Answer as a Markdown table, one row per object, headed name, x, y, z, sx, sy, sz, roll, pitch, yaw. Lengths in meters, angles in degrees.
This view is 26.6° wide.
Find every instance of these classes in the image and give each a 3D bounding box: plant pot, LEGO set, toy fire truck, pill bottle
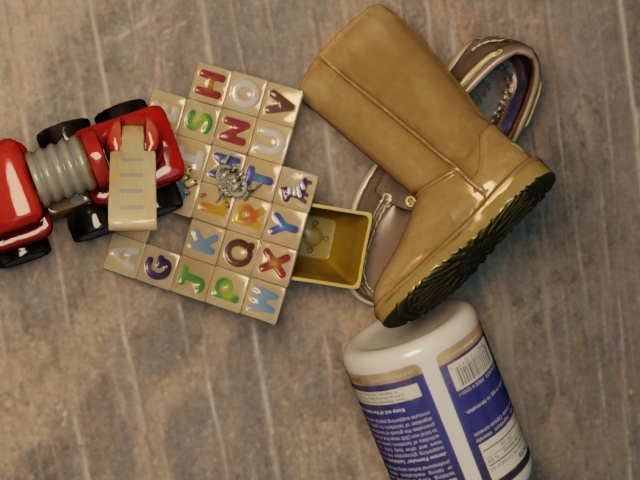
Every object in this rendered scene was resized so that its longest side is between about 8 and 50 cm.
| name | x | y | z | sx | sy | sz | roll | pitch | yaw |
| --- | --- | --- | --- | --- | --- | --- | --- | --- | --- |
| plant pot | 0.000 | 0.000 | 1.433 | 0.081 | 0.083 | 0.081 | 9 | 96 | -14 |
| LEGO set | -0.103 | -0.058 | 1.377 | 0.083 | 0.023 | 0.054 | -15 | 86 | 13 |
| toy fire truck | -0.231 | -0.051 | 1.274 | 0.217 | 0.246 | 0.158 | -19 | 85 | -10 |
| pill bottle | 0.137 | 0.209 | 1.456 | 0.153 | 0.153 | 0.264 | -23 | 102 | -9 |

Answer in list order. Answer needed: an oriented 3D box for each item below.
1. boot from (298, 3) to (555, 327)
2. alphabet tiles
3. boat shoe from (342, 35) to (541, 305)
| name | x | y | z | sx | sy | sz | roll | pitch | yaw |
| --- | --- | --- | --- | --- | --- | --- | --- | --- | --- |
| boot | 0.070 | -0.076 | 1.375 | 0.236 | 0.089 | 0.269 | -43 | 65 | -4 |
| alphabet tiles | -0.104 | -0.055 | 1.395 | 0.198 | 0.009 | 0.237 | 17 | 94 | 13 |
| boat shoe | 0.129 | -0.071 | 1.445 | 0.116 | 0.097 | 0.324 | 32 | 90 | -15 |
